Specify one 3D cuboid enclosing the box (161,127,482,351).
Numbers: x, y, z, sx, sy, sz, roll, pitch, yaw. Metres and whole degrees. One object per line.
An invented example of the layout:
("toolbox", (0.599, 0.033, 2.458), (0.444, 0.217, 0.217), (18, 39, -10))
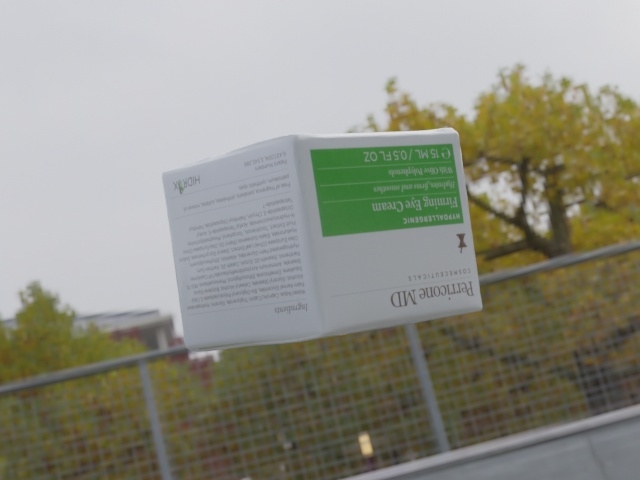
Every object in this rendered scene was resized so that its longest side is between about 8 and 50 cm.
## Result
("box", (0.000, 0.000, 0.587), (0.101, 0.087, 0.102), (-6, -2, -41))
